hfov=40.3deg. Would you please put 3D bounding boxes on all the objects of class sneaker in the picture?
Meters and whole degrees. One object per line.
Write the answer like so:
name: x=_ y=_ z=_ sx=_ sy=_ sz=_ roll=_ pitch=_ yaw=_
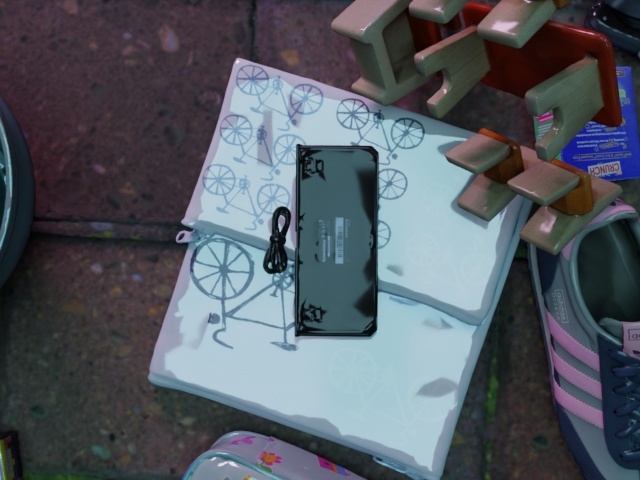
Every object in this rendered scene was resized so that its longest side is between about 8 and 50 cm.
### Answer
sneaker: x=0.270 y=0.112 z=0.784 sx=0.112 sy=0.131 sz=0.319 roll=-18 pitch=89 yaw=-6

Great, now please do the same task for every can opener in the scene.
can opener: x=0.339 y=-0.188 z=0.830 sx=0.186 sy=0.073 sz=0.059 roll=24 pitch=82 yaw=-7

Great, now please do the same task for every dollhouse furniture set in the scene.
dollhouse furniture set: x=0.141 y=-0.161 z=0.730 sx=0.135 sy=0.259 sz=0.262 roll=-38 pitch=131 yaw=-18

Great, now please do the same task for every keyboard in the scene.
keyboard: x=0.000 y=0.000 z=0.818 sx=0.108 sy=0.023 sz=0.180 roll=1 pitch=88 yaw=-6

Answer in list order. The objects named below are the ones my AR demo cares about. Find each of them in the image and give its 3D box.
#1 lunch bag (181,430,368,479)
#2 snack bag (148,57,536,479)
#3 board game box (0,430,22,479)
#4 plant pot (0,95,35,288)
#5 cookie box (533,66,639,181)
lunch bag: x=-0.028 y=0.319 z=0.805 sx=0.279 sy=0.108 sz=0.224 roll=23 pitch=95 yaw=4
snack bag: x=0.015 y=0.030 z=0.846 sx=0.323 sy=0.037 sz=0.343 roll=19 pitch=90 yaw=2
board game box: x=-0.360 y=0.282 z=0.847 sx=0.141 sy=0.048 sz=0.170 roll=-7 pitch=89 yaw=0
plant pot: x=-0.384 y=-0.042 z=0.781 sx=0.293 sy=0.196 sz=0.293 roll=0 pitch=89 yaw=2
cookie box: x=0.251 y=-0.107 z=0.825 sx=0.091 sy=0.040 sz=0.107 roll=-5 pitch=88 yaw=-20
